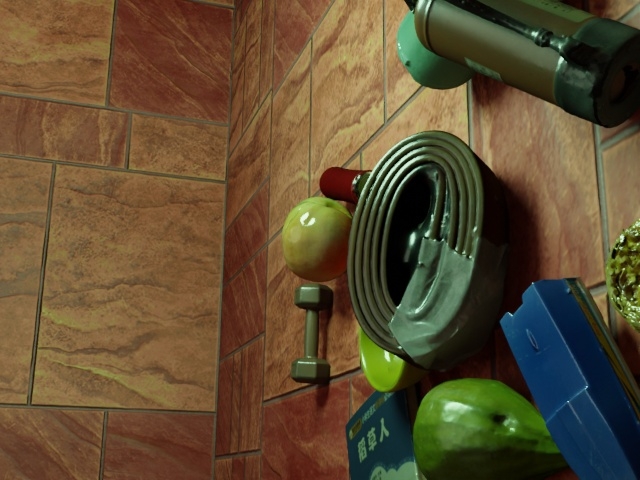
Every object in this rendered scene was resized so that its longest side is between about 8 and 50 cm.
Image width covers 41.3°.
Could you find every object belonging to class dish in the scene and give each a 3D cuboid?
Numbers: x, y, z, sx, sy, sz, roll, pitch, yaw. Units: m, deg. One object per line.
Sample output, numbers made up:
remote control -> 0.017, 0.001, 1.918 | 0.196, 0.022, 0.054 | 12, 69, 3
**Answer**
dish -> 0.150, 0.120, 1.409 | 0.221, 0.108, 0.262 | 170, 105, -72

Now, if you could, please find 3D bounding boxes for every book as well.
book -> 0.125, 0.472, 1.487 | 0.300, 0.039, 0.427 | 119, 151, -51

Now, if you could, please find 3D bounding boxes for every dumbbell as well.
dumbbell -> -0.020, 0.214, 1.964 | 0.092, 0.082, 0.230 | 155, 120, -69

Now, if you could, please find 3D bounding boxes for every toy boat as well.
toy boat -> 0.307, 0.190, 0.945 | 0.129, 0.088, 0.295 | 116, 143, -47

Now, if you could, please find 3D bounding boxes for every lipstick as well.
lipstick -> 0.065, -0.115, 1.808 | 0.241, 0.080, 0.080 | -161, 77, -72

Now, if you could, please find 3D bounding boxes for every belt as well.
belt -> 0.160, 0.018, 1.236 | 0.217, 0.122, 0.338 | 2, 77, 30

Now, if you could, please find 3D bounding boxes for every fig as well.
fig -> 0.207, 0.262, 1.097 | 0.233, 0.167, 0.167 | 149, 126, -76

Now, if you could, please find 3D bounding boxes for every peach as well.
peach -> 0.000, 0.000, 1.830 | 0.184, 0.184, 0.184 | -174, 90, -73

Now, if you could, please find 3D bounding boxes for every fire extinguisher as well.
fire extinguisher -> 0.208, -0.272, 1.022 | 0.113, 0.200, 0.376 | -49, 49, -6

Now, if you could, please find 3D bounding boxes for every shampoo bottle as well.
shampoo bottle -> 0.227, -0.351, 1.249 | 0.349, 0.151, 0.221 | 131, 129, -61

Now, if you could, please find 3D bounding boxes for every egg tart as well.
egg tart -> 0.354, 0.038, 0.888 | 0.129, 0.049, 0.128 | -178, 90, -68
